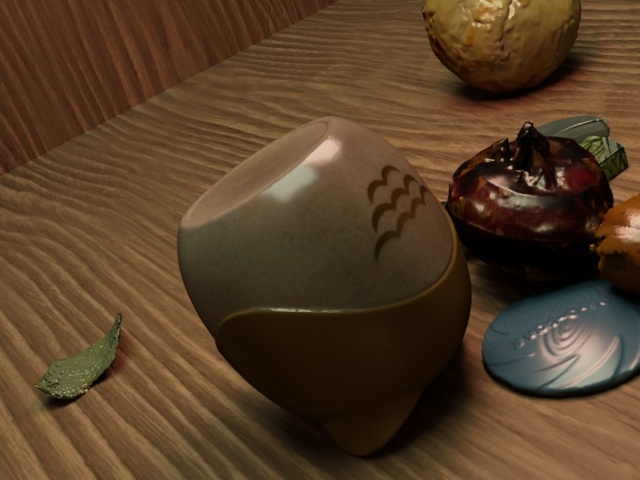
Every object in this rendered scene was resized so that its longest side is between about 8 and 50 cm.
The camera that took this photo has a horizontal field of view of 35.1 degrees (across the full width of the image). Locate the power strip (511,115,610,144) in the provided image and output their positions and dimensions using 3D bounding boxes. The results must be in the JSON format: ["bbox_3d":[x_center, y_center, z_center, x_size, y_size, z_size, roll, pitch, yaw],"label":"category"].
[{"bbox_3d":[0.462,-0.183,2.086,0.253,0.054,0.167,-33,22,-22],"label":"power strip"}]

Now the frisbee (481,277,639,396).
[{"bbox_3d":[0.386,0.132,1.562,0.289,0.049,0.289,-16,27,9],"label":"frisbee"}]

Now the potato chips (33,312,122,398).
[{"bbox_3d":[-0.460,0.229,1.979,0.228,0.059,0.167,-41,26,-25],"label":"potato chips"}]

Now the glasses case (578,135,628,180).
[{"bbox_3d":[0.465,-0.111,1.947,0.272,0.062,0.095,-34,29,-24],"label":"glasses case"}]

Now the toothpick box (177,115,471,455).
[{"bbox_3d":[0.017,0.066,1.544,0.409,0.425,0.409,-32,15,10],"label":"toothpick box"}]

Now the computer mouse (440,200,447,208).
[{"bbox_3d":[0.240,-0.053,2.017,0.135,0.047,0.079,-31,29,-24],"label":"computer mouse"}]

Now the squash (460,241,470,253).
[{"bbox_3d":[0.214,-0.008,1.911,0.188,0.095,0.095,-13,27,25],"label":"squash"}]

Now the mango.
[{"bbox_3d":[0.560,0.001,1.549,0.287,0.152,0.201,-8,22,3],"label":"mango"}]

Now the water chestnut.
[{"bbox_3d":[0.356,-0.078,1.702,0.300,0.300,0.300,-16,27,9],"label":"water chestnut"}]

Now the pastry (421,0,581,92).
[{"bbox_3d":[0.435,-0.530,2.470,0.388,0.312,0.388,9,48,-11],"label":"pastry"}]
